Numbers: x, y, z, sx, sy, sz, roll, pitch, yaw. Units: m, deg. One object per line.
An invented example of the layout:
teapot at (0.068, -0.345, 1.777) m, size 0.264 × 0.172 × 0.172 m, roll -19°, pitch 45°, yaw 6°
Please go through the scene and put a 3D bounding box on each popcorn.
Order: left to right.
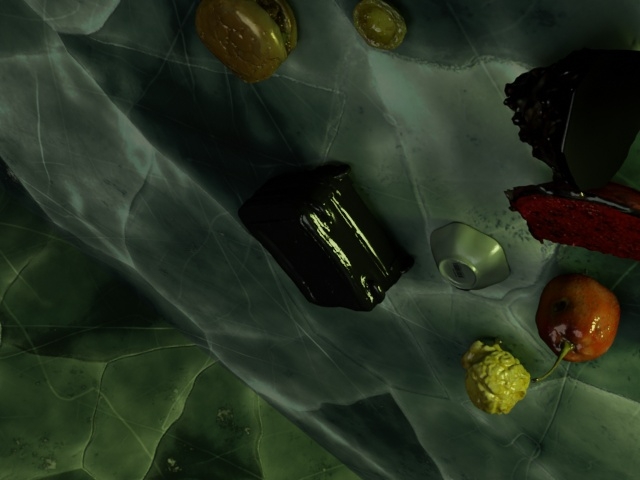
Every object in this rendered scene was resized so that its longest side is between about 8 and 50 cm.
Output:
popcorn at (0.412, 0.325, 1.820) m, size 0.180 × 0.170 × 0.180 m, roll 18°, pitch 159°, yaw 7°

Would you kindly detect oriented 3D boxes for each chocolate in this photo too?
chocolate at (0.363, -0.197, 1.165) m, size 0.177 × 0.224 × 0.206 m, roll 27°, pitch 119°, yaw 44°

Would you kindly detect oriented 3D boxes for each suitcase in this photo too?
suitcase at (0.000, 0.000, 1.805) m, size 0.339 × 0.188 × 0.345 m, roll -2°, pitch 132°, yaw 53°

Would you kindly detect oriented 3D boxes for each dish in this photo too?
dish at (0.308, 0.052, 1.649) m, size 0.191 × 0.066 × 0.190 m, roll 25°, pitch 146°, yaw 19°

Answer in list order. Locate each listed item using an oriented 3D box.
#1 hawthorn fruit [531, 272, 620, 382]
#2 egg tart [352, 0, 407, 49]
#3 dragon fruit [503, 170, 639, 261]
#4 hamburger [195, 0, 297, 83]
hawthorn fruit at (0.475, 0.189, 1.452) m, size 0.165 × 0.285 × 0.165 m, roll 17°, pitch 135°, yaw 18°
egg tart at (0.106, -0.381, 1.326) m, size 0.105 × 0.039 × 0.105 m, roll 26°, pitch 146°, yaw 19°
dragon fruit at (0.480, -0.050, 1.274) m, size 0.343 × 0.100 × 0.282 m, roll 17°, pitch 171°, yaw 37°
hamburger at (-0.142, -0.412, 1.480) m, size 0.214 × 0.108 × 0.213 m, roll 29°, pitch 152°, yaw 18°
